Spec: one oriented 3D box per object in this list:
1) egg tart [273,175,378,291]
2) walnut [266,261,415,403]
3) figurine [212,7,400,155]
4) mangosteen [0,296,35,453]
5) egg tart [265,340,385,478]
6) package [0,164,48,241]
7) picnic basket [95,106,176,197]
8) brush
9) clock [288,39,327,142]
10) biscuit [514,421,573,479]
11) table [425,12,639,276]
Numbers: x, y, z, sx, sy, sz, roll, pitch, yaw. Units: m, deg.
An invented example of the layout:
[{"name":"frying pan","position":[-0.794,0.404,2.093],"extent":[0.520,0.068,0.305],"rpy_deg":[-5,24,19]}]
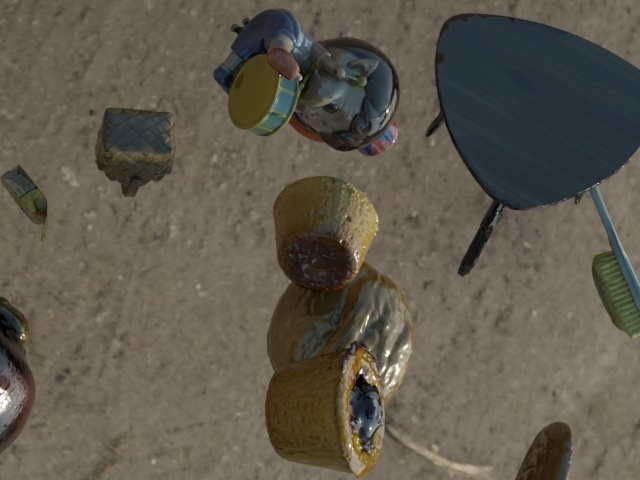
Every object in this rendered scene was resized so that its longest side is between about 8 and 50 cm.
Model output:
[{"name":"egg tart","position":[0.000,0.000,1.805],"extent":[0.202,0.203,0.147],"rpy_deg":[57,28,-33]},{"name":"walnut","position":[0.040,0.193,1.914],"extent":[0.277,0.252,0.313],"rpy_deg":[47,58,-29]},{"name":"figurine","position":[0.006,-0.189,1.260],"extent":[0.276,0.161,0.158],"rpy_deg":[13,82,-37]},{"name":"mangosteen","position":[-0.580,0.209,1.534],"extent":[0.293,0.297,0.297],"rpy_deg":[-39,122,-19]},{"name":"egg tart","position":[0.014,0.270,1.561],"extent":[0.215,0.171,0.215],"rpy_deg":[-6,90,-70]},{"name":"package","position":[-0.516,-0.068,1.760],"extent":[0.047,0.071,0.131],"rpy_deg":[-36,83,-21]},{"name":"picnic basket","position":[-0.327,-0.150,1.731],"extent":[0.138,0.178,0.128],"rpy_deg":[4,60,-17]},{"name":"brush","position":[0.395,0.017,1.368],"extent":[0.296,0.060,0.068],"rpy_deg":[66,20,-8]},{"name":"clock","position":[0.014,-0.297,1.967],"extent":[0.051,0.205,0.205],"rpy_deg":[-20,112,-66]},{"name":"biscuit","position":[0.252,0.346,1.218],"extent":[0.262,0.037,0.261],"rpy_deg":[20,90,-84]},{"name":"table","position":[0.261,-0.106,1.377],"extent":[0.317,0.317,0.249],"rpy_deg":[-48,166,-28]}]
